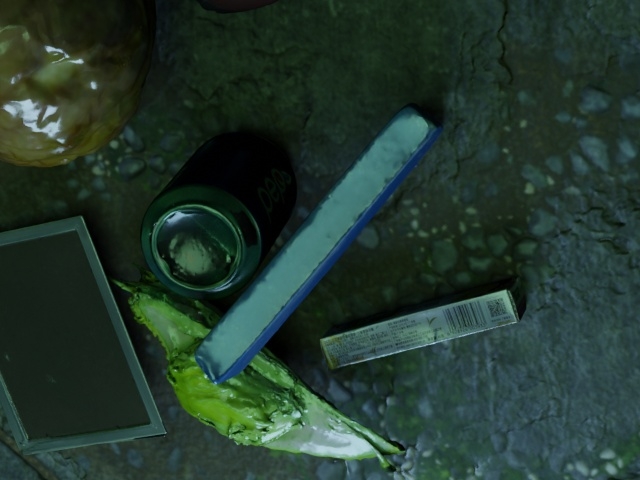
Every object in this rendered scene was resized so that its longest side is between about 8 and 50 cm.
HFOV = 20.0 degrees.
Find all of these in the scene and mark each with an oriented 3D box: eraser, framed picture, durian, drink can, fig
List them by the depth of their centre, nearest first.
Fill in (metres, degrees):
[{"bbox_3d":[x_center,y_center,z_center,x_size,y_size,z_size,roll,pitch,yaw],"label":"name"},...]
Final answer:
[{"bbox_3d":[0.000,0.000,1.694,0.042,0.144,0.312,40,96,4],"label":"eraser"},{"bbox_3d":[-0.222,-0.242,1.697,0.368,0.286,0.286,-34,100,-8],"label":"fig"},{"bbox_3d":[-0.092,-0.028,1.721,0.118,0.205,0.118,4,112,11],"label":"drink can"},{"bbox_3d":[-0.087,0.142,1.836,0.375,0.132,0.107,33,85,5],"label":"durian"},{"bbox_3d":[-0.281,0.102,1.904,0.197,0.014,0.252,-11,107,29],"label":"framed picture"}]

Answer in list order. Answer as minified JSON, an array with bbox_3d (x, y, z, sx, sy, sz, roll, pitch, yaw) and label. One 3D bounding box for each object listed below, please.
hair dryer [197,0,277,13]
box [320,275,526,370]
[{"bbox_3d":[-0.107,-0.359,1.516,0.340,0.123,0.312,30,137,-15],"label":"hair dryer"},{"bbox_3d":[0.101,0.082,1.795,0.207,0.050,0.041,-17,101,19],"label":"box"}]
